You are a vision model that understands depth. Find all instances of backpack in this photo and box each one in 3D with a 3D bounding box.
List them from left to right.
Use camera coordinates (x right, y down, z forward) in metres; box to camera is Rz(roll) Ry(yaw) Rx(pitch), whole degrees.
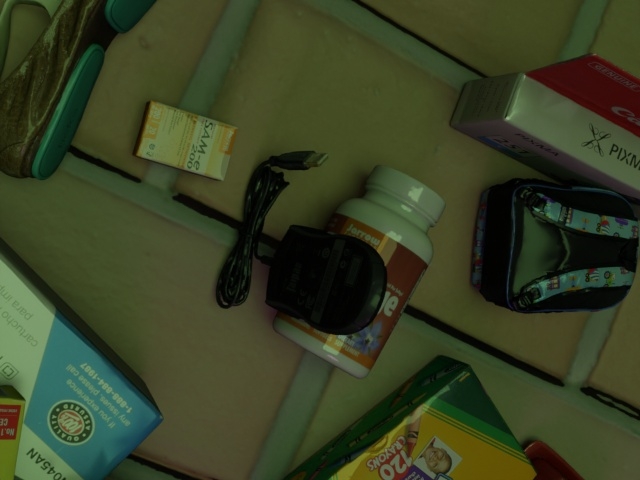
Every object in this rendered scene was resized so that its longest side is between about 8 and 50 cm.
[{"bbox_3d":[0.281,0.008,1.140,0.173,0.117,0.158,2,93,-18],"label":"backpack"}]

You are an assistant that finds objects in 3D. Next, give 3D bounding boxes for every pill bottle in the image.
[{"bbox_3d":[0.048,0.032,1.064,0.121,0.121,0.216,31,84,-17],"label":"pill bottle"}]

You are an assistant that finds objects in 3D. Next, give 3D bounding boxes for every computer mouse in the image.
[{"bbox_3d":[0.000,0.000,0.992,0.060,0.262,0.184,20,82,-38],"label":"computer mouse"}]

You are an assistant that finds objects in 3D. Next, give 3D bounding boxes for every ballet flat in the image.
[{"bbox_3d":[-0.249,-0.227,0.970,0.124,0.116,0.342,30,88,2],"label":"ballet flat"}]

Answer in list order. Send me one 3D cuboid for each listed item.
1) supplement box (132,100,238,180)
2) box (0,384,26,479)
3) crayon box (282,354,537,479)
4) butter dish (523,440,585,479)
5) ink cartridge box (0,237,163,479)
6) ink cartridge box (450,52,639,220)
[{"bbox_3d":[-0.145,-0.106,1.036,0.098,0.036,0.062,15,90,-19],"label":"supplement box"},{"bbox_3d":[-0.310,0.239,0.811,0.087,0.058,0.232,10,90,-31],"label":"box"},{"bbox_3d":[0.093,0.284,1.116,0.278,0.081,0.165,-36,104,-13],"label":"crayon box"},{"bbox_3d":[0.283,0.352,1.164,0.160,0.118,0.160,44,79,-15],"label":"butter dish"},{"bbox_3d":[-0.392,0.196,0.908,0.395,0.166,0.285,-45,104,-10],"label":"ink cartridge box"},{"bbox_3d":[0.330,-0.101,1.073,0.296,0.261,0.066,23,86,-18],"label":"ink cartridge box"}]
